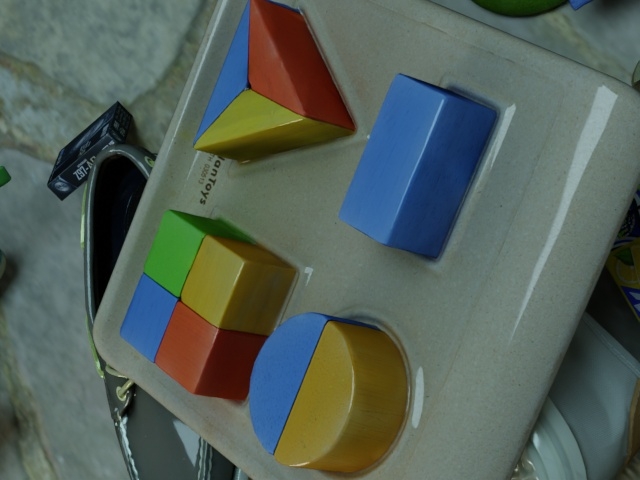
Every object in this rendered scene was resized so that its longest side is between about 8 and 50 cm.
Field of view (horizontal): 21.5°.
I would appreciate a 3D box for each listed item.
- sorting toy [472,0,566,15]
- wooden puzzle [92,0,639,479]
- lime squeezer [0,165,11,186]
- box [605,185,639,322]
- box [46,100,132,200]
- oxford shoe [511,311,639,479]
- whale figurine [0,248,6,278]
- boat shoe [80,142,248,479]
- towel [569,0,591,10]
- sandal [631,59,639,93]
[{"bbox_3d":[0.120,-0.213,1.173,0.127,0.126,0.365,11,82,30],"label":"sorting toy"},{"bbox_3d":[0.000,0.000,1.039,0.348,0.080,0.322,30,102,41],"label":"wooden puzzle"},{"bbox_3d":[-0.386,0.015,1.352,0.310,0.059,0.110,-25,25,37],"label":"lime squeezer"},{"bbox_3d":[0.231,0.036,1.081,0.054,0.059,0.169,-37,62,18],"label":"box"},{"bbox_3d":[-0.181,-0.071,1.328,0.067,0.018,0.083,-39,18,14],"label":"box"},{"bbox_3d":[0.063,0.023,1.147,0.130,0.169,0.449,-20,48,-26],"label":"oxford shoe"},{"bbox_3d":[-0.350,0.111,1.324,0.216,0.141,0.272,11,72,35],"label":"whale figurine"},{"bbox_3d":[-0.122,0.074,1.242,0.109,0.091,0.305,-17,69,24],"label":"boat shoe"},{"bbox_3d":[0.211,-0.317,1.101,0.209,0.034,0.285,-20,104,13],"label":"towel"},{"bbox_3d":[0.282,-0.085,1.099,0.180,0.049,0.072,31,86,46],"label":"sandal"}]
